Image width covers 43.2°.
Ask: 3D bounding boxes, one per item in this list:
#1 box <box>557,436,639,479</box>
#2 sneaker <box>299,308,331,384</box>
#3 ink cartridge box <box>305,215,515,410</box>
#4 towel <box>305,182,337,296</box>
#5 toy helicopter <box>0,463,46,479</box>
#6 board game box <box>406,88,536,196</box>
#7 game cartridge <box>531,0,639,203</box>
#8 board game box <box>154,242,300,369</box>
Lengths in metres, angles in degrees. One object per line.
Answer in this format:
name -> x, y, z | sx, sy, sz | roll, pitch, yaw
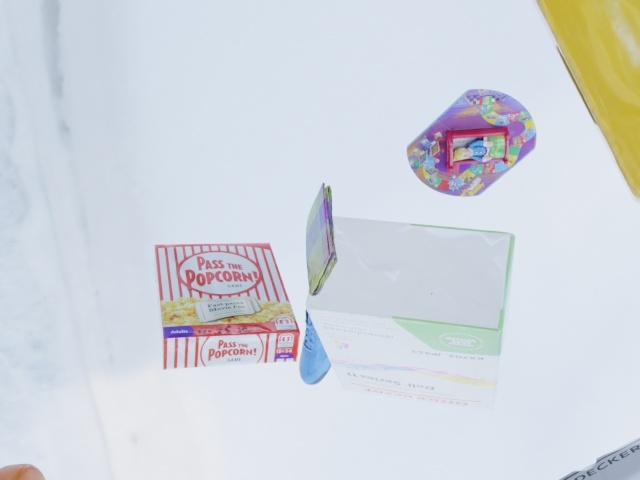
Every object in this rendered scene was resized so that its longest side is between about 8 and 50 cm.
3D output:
box -> 0.267, 0.294, 0.572 | 0.290, 0.169, 0.087 | 61, 6, -2
sneaker -> -0.006, 0.148, 1.397 | 0.082, 0.069, 0.209 | 14, 99, -45
ink cartridge box -> 0.119, 0.111, 0.978 | 0.353, 0.207, 0.119 | 69, 29, -61
towel -> 0.000, 0.000, 0.679 | 0.009, 0.060, 0.083 | 8, 49, -16
toy helicopter -> -0.395, 0.252, 0.711 | 0.235, 0.140, 0.355 | -86, 165, -45
board game box -> 0.199, -0.113, 1.049 | 0.133, 0.169, 0.033 | 32, 34, -24
game cartridge -> 0.250, -0.212, 0.404 | 0.285, 0.324, 0.053 | 67, 15, 11
board game box -> -0.115, 0.070, 0.939 | 0.147, 0.193, 0.045 | -1, 120, -15
